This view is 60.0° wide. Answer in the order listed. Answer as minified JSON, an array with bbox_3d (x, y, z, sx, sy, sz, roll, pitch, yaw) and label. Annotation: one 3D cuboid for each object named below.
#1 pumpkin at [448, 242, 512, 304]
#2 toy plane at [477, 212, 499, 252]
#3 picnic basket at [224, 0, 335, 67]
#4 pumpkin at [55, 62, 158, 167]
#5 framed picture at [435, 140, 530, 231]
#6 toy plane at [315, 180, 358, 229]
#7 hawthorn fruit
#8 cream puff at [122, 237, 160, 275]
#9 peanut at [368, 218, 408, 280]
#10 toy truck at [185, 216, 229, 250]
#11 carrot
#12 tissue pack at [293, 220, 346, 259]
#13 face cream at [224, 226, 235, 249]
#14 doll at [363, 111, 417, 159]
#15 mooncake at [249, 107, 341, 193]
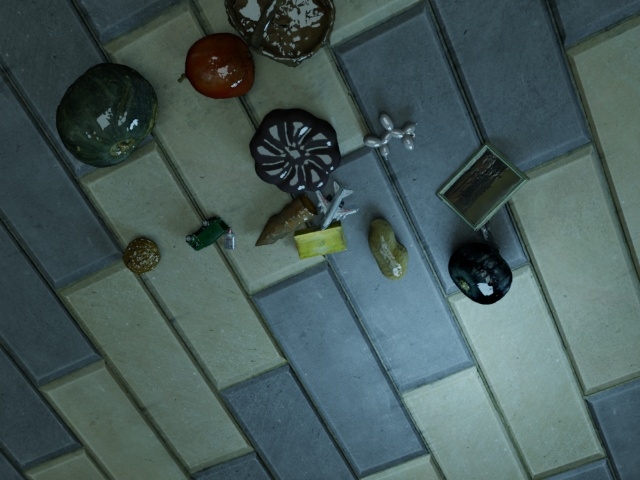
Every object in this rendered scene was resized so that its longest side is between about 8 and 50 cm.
[{"bbox_3d":[0.557,0.116,1.944,0.163,0.233,0.233,-40,107,-14],"label":"pumpkin"},{"bbox_3d":[0.593,-0.017,1.968,0.054,0.078,0.197,-20,108,8],"label":"toy plane"},{"bbox_3d":[-0.118,-0.676,1.596,0.337,0.337,0.292,32,100,-10],"label":"picnic basket"},{"bbox_3d":[-0.662,-0.395,1.747,0.328,0.291,0.257,-36,86,3],"label":"pumpkin"},{"bbox_3d":[0.549,-0.184,1.893,0.197,0.014,0.252,46,107,14],"label":"framed picture"},{"bbox_3d":[0.044,-0.116,1.948,0.162,0.065,0.171,26,103,-9],"label":"toy plane"},{"bbox_3d":[-0.332,-0.535,1.730,0.254,0.205,0.205,-15,110,4],"label":"hawthorn fruit"},{"bbox_3d":[-0.652,0.058,2.013,0.126,0.103,0.144,37,102,-11],"label":"cream puff"},{"bbox_3d":[0.242,0.029,1.983,0.120,0.110,0.236,-14,104,29],"label":"peanut"},{"bbox_3d":[-0.411,-0.024,1.993,0.147,0.065,0.079,-38,92,16],"label":"toy truck"},{"bbox_3d":[-0.132,-0.056,1.964,0.263,0.102,0.102,-37,106,15],"label":"carrot"},{"bbox_3d":[0.000,0.000,1.998,0.176,0.062,0.095,-11,110,7],"label":"tissue pack"},{"bbox_3d":[-0.332,-0.007,2.024,0.040,0.021,0.083,4,111,0],"label":"face cream"},{"bbox_3d":[0.245,-0.351,1.859,0.160,0.059,0.161,32,108,-11],"label":"doll"},{"bbox_3d":[-0.085,-0.296,1.841,0.307,0.154,0.305,0,109,-1],"label":"mooncake"}]
